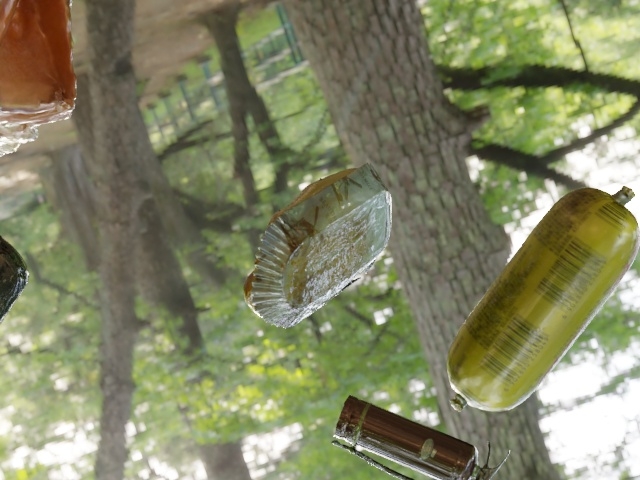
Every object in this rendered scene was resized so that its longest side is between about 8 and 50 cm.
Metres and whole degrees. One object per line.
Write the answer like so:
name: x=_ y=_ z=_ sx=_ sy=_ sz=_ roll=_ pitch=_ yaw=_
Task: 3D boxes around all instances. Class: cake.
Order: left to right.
cake: x=-0.222 y=-0.097 z=0.605 sx=0.098 sy=0.135 sz=0.287 roll=-10 pitch=173 yaw=-41

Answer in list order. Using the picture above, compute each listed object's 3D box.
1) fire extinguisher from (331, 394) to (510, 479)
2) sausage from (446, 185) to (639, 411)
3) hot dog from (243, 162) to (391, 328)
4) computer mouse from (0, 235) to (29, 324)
fire extinguisher: x=0.090 y=0.193 z=1.018 sx=0.158 sy=0.064 sz=0.043 roll=21 pitch=166 yaw=15
sausage: x=0.272 y=0.074 z=1.349 sx=0.347 sy=0.123 sz=0.123 roll=-55 pitch=177 yaw=14
hot dog: x=0.000 y=0.000 z=1.347 sx=0.081 sy=0.163 sz=0.270 roll=19 pitch=-149 yaw=29
computer mouse: x=-0.515 y=0.107 z=1.510 sx=0.270 sy=0.137 sz=0.086 roll=-56 pitch=-179 yaw=13
